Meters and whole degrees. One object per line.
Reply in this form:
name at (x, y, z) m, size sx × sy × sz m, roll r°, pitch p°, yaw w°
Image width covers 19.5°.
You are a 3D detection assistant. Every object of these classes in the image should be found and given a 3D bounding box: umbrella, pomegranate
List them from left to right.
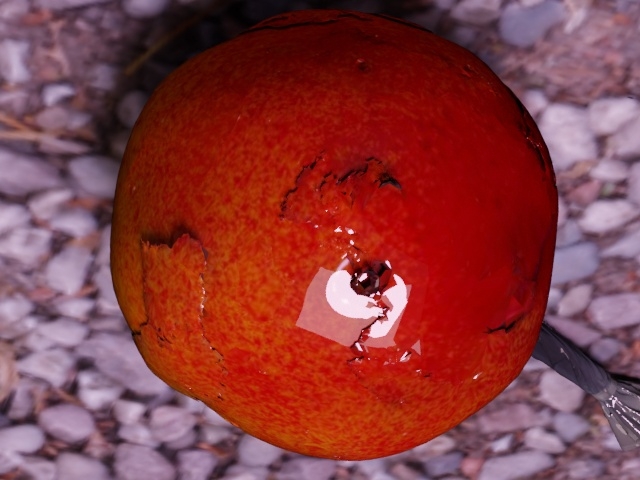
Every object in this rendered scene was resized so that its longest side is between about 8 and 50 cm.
pomegranate at (0.000, 0.000, 0.858) m, size 0.210 × 0.210 × 0.235 m, roll 22°, pitch 158°, yaw -26°
umbrella at (0.149, 0.082, 1.060) m, size 0.269 × 0.044 × 0.044 m, roll 30°, pitch 95°, yaw -29°
